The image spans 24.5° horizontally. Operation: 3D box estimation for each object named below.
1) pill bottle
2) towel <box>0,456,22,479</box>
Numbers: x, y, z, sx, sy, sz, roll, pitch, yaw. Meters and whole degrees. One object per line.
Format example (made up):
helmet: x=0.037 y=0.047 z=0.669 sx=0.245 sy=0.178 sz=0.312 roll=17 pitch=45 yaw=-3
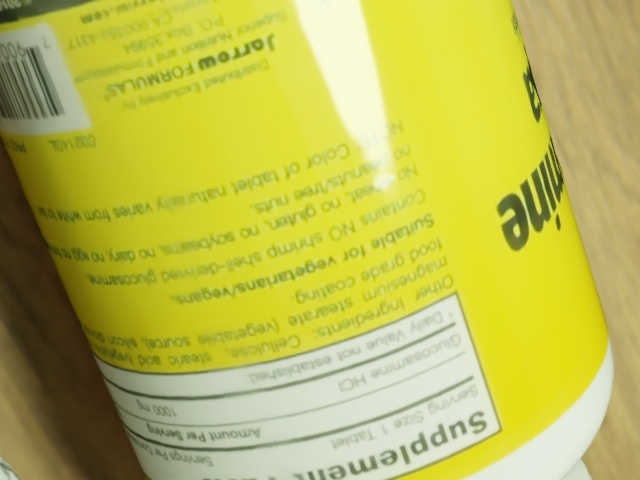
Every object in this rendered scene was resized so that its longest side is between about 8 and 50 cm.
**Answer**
pill bottle: x=0.000 y=0.000 z=0.550 sx=0.188 sy=0.188 sz=0.334 roll=-28 pitch=111 yaw=-22
towel: x=-0.239 y=0.118 z=0.424 sx=0.284 sy=0.121 sz=0.235 roll=-49 pitch=154 yaw=-13
